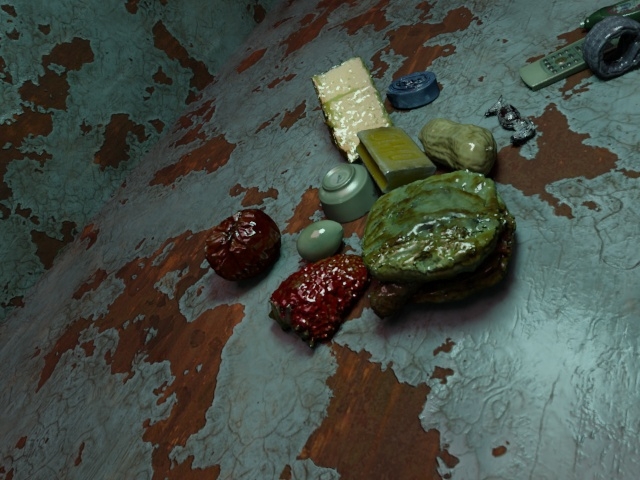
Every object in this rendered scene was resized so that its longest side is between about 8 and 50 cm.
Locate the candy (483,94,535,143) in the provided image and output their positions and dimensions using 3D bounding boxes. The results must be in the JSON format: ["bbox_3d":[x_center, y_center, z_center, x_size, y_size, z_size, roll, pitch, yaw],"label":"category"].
[{"bbox_3d":[0.561,-0.365,1.363,0.094,0.051,0.226,-26,41,16],"label":"candy"}]

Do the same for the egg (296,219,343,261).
[{"bbox_3d":[0.000,0.000,1.353,0.152,0.114,0.114,-32,40,7],"label":"egg"}]

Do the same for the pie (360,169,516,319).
[{"bbox_3d":[0.275,-0.030,1.148,0.395,0.180,0.418,-20,36,21],"label":"pie"}]

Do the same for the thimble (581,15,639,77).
[{"bbox_3d":[0.827,-0.548,1.281,0.150,0.150,0.097,-21,37,17],"label":"thimble"}]

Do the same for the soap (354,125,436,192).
[{"bbox_3d":[0.226,-0.258,1.423,0.174,0.089,0.274,-9,40,-12],"label":"soap"}]

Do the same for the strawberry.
[{"bbox_3d":[-0.011,0.116,1.237,0.233,0.137,0.306,22,68,47],"label":"strawberry"}]

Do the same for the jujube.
[{"bbox_3d":[-0.240,0.017,1.449,0.232,0.213,0.213,-37,40,6],"label":"jujube"}]

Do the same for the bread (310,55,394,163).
[{"bbox_3d":[0.108,-0.480,1.633,0.248,0.279,0.315,-25,29,2],"label":"bread"}]

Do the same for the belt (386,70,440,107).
[{"bbox_3d":[0.338,-0.558,1.678,0.190,0.082,0.141,5,49,36],"label":"belt"}]

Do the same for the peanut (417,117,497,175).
[{"bbox_3d":[0.409,-0.271,1.317,0.159,0.143,0.291,-3,27,-22],"label":"peanut"}]

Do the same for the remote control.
[{"bbox_3d":[0.774,-0.562,1.413,0.285,0.038,0.123,-20,43,18],"label":"remote control"}]

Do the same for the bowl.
[{"bbox_3d":[0.078,-0.169,1.467,0.211,0.112,0.211,-21,42,20],"label":"bowl"}]

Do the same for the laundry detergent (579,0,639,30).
[{"bbox_3d":[0.936,-0.711,1.428,0.211,0.063,0.137,-2,49,37],"label":"laundry detergent"}]
